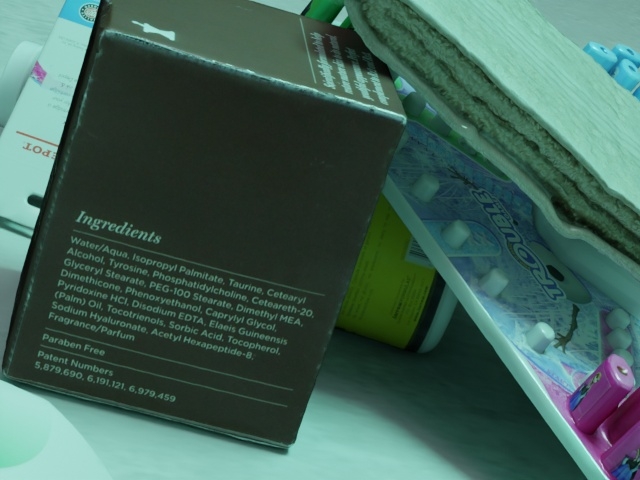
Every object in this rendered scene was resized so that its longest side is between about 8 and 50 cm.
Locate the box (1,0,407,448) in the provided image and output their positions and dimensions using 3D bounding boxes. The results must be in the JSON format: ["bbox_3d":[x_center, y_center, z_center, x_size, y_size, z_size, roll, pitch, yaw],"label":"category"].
[{"bbox_3d":[-0.068,-0.022,1.033,0.167,0.203,0.168,16,19,-9],"label":"box"}]

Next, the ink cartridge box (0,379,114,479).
[{"bbox_3d":[-0.131,0.128,0.785,0.225,0.056,0.181,20,19,10],"label":"ink cartridge box"}]

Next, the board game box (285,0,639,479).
[{"bbox_3d":[0.198,-0.005,1.210,0.390,0.050,0.390,3,45,-49],"label":"board game box"}]

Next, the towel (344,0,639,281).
[{"bbox_3d":[0.126,-0.087,1.105,0.282,0.049,0.187,41,23,-14],"label":"towel"}]

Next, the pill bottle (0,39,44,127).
[{"bbox_3d":[-0.147,-0.087,1.322,0.160,0.087,0.087,19,18,4],"label":"pill bottle"}]

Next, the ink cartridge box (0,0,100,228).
[{"bbox_3d":[-0.148,-0.073,1.236,0.104,0.181,0.061,20,-22,5],"label":"ink cartridge box"}]

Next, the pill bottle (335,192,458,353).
[{"bbox_3d":[0.000,0.000,1.191,0.184,0.103,0.103,18,18,-2],"label":"pill bottle"}]
